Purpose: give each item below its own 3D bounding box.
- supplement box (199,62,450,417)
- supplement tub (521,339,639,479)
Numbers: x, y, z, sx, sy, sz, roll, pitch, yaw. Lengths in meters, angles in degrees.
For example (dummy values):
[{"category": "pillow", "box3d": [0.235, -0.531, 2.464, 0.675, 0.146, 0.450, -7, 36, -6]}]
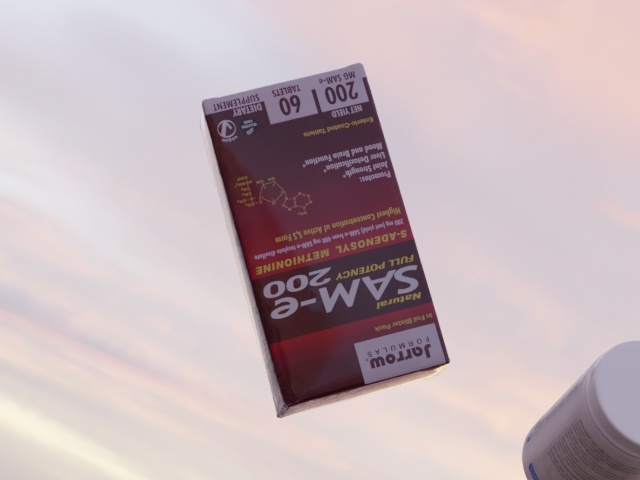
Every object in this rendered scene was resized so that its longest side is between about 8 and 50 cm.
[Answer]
[{"category": "supplement box", "box3d": [0.000, 0.000, 1.301, 0.130, 0.239, 0.073, -15, -10, -9]}, {"category": "supplement tub", "box3d": [0.165, 0.110, 0.987, 0.071, 0.071, 0.107, 24, -34, -5]}]
